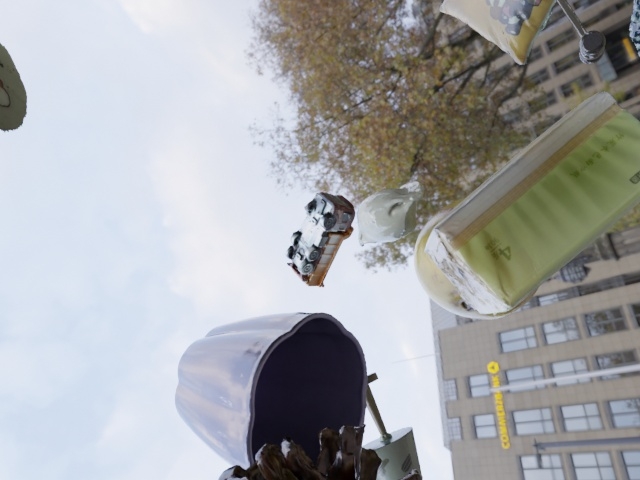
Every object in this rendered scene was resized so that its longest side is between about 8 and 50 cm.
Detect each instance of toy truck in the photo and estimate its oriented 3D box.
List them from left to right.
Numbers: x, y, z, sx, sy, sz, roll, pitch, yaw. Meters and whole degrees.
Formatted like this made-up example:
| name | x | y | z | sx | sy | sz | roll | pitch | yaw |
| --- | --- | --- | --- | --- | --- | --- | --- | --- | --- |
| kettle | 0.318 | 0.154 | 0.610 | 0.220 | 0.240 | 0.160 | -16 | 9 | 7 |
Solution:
| name | x | y | z | sx | sy | sz | roll | pitch | yaw |
| --- | --- | --- | --- | --- | --- | --- | --- | --- | --- |
| toy truck | 0.000 | 0.000 | 1.345 | 0.135 | 0.270 | 0.114 | 2 | -149 | -43 |

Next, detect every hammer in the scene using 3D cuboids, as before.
| name | x | y | z | sx | sy | sz | roll | pitch | yaw |
| --- | --- | --- | --- | --- | --- | --- | --- | --- | --- |
| hammer | 0.278 | -0.355 | 0.608 | 0.292 | 0.029 | 0.058 | 63 | -154 | 8 |

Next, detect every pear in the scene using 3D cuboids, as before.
| name | x | y | z | sx | sy | sz | roll | pitch | yaw |
| --- | --- | --- | --- | --- | --- | --- | --- | --- | --- |
| pear | 0.338 | 0.040 | 1.010 | 0.281 | 0.281 | 0.280 | 27 | -128 | -40 |

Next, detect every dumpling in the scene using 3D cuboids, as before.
| name | x | y | z | sx | sy | sz | roll | pitch | yaw |
| --- | --- | --- | --- | --- | --- | --- | --- | --- | --- |
| dumpling | 0.152 | -0.066 | 1.013 | 0.111 | 0.181 | 0.155 | 60 | -146 | -27 |

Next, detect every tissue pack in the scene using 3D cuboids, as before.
| name | x | y | z | sx | sy | sz | roll | pitch | yaw |
| --- | --- | --- | --- | --- | --- | --- | --- | --- | --- |
| tissue pack | 0.246 | -0.029 | 0.548 | 0.125 | 0.234 | 0.159 | 51 | 179 | 14 |

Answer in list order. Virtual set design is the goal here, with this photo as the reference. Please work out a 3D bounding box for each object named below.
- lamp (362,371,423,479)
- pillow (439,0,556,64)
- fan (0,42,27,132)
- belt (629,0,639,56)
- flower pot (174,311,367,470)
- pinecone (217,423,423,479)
| name | x | y | z | sx | sy | sz | roll | pitch | yaw |
| --- | --- | --- | --- | --- | --- | --- | --- | --- | --- |
| lamp | 0.119 | 0.377 | 0.938 | 0.121 | 0.121 | 0.214 | -5 | -115 | -52 |
| pillow | 0.450 | -0.632 | 1.137 | 0.119 | 0.310 | 0.312 | -21 | -121 | -28 |
| fan | -0.524 | -0.201 | 0.725 | 0.190 | 0.009 | 0.328 | 57 | -160 | -71 |
| belt | 0.350 | -0.224 | 0.302 | 0.160 | 0.207 | 0.295 | -51 | -31 | -12 |
| flower pot | -0.092 | 0.235 | 0.762 | 0.265 | 0.243 | 0.264 | -2 | -87 | -48 |
| pinecone | 0.008 | 0.327 | 0.443 | 0.299 | 0.242 | 0.295 | 8 | -113 | -10 |
